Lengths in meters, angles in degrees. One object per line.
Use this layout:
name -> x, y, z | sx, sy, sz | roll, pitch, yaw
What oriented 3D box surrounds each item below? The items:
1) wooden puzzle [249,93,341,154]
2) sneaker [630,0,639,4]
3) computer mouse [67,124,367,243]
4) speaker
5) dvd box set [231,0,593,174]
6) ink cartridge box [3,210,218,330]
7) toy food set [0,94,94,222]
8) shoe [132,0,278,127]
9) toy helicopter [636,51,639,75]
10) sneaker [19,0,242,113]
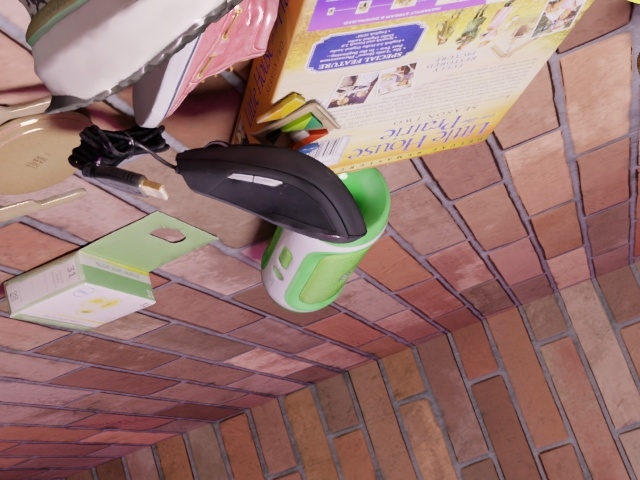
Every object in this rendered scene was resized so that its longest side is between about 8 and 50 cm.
wooden puzzle -> -0.023, -0.102, 0.910 | 0.079, 0.014, 0.116 | -24, 161, 20
sneaker -> 0.291, -0.228, 0.627 | 0.296, 0.109, 0.123 | -6, 124, 6
computer mouse -> -0.086, -0.062, 0.851 | 0.184, 0.262, 0.060 | -31, 141, -69
speaker -> 0.000, 0.000, 1.266 | 0.131, 0.131, 0.296 | -13, 162, -18
dvd box set -> 0.091, -0.186, 0.903 | 0.308, 0.062, 0.420 | -13, 161, -17
ink cartridge box -> -0.264, 0.047, 1.259 | 0.235, 0.056, 0.171 | -22, 162, 16
toy food set -> -0.272, -0.087, 0.890 | 0.132, 0.038, 0.192 | -18, 159, -25
shoe -> -0.099, -0.152, 0.805 | 0.081, 0.063, 0.178 | -3, 153, -28
toy helicopter -> 0.483, -0.167, 1.067 | 0.355, 0.235, 0.140 | -6, 159, -34
sneaker -> -0.047, -0.226, 0.446 | 0.410, 0.182, 0.158 | -34, -166, 30
